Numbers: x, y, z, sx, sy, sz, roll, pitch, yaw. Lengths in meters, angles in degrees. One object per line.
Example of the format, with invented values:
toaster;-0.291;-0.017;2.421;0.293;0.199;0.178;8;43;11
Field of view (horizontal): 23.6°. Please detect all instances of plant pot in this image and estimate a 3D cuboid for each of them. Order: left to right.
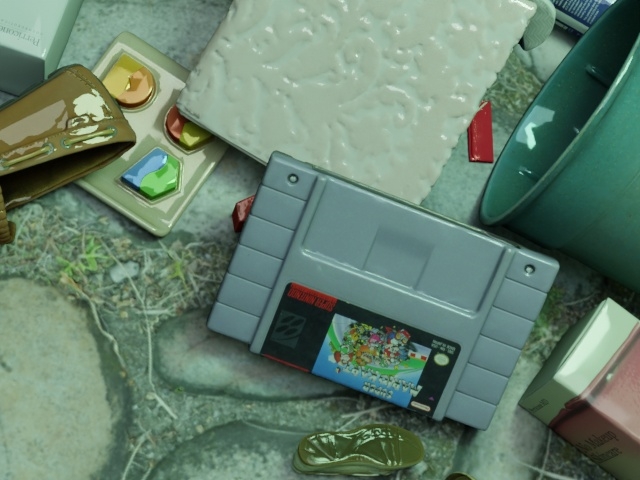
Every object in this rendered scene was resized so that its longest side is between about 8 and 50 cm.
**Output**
plant pot;0.419;-0.070;1.817;0.334;0.341;0.341;34;69;-8

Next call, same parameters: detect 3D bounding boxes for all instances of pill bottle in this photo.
pill bottle;0.329;-0.322;1.990;0.169;0.094;0.094;30;69;0

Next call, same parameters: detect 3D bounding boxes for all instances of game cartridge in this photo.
game cartridge;0.069;0.065;1.769;0.355;0.068;0.230;20;99;-5

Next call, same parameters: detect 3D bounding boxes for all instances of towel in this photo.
towel;0.041;-0.216;1.798;0.317;0.053;0.332;31;103;-3

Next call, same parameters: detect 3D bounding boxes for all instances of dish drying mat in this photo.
dish drying mat;0.203;-0.139;1.950;0.032;0.008;0.083;3;71;-11

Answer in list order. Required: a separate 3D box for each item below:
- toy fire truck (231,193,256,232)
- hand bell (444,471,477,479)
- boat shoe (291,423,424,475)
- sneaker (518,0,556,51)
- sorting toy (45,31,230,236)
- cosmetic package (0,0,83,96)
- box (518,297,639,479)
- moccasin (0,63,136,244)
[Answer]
toy fire truck;0.000;0.000;1.843;0.192;0.047;0.135;-11;74;-14
hand bell;0.268;0.317;1.775;0.242;0.126;0.126;-3;72;-25
boat shoe;0.044;0.248;1.775;0.153;0.048;0.056;-3;60;-19
sneaker;0.129;-0.321;1.902;0.315;0.127;0.182;1;47;5
sorting toy;-0.213;-0.134;1.852;0.193;0.038;0.208;33;69;2
cosmetic package;-0.399;-0.316;1.827;0.224;0.138;0.224;18;71;-4
box;0.373;0.199;1.793;0.232;0.148;0.127;37;70;4
moccasin;-0.384;-0.046;1.739;0.380;0.139;0.147;-32;77;-19
